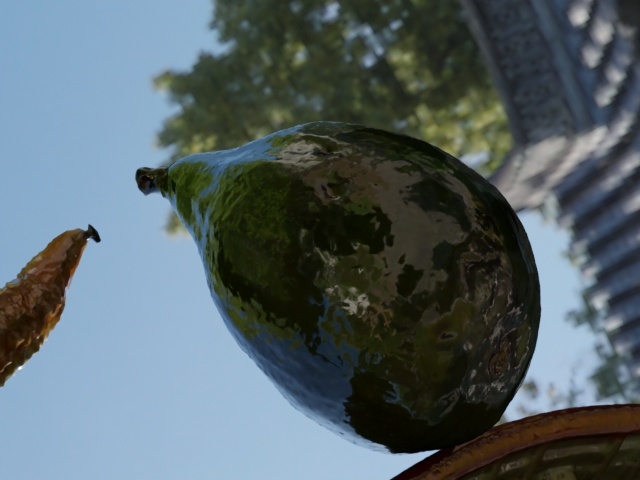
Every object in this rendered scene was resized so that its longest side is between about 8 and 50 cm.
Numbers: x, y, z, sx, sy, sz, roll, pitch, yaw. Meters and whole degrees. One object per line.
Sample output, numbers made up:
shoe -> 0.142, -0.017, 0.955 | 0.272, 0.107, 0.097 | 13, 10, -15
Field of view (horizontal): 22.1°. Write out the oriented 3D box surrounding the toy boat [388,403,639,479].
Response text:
toy boat -> 0.091, 0.137, 0.650 | 0.392, 0.079, 0.136 | -11, -100, -54

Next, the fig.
fig -> 0.000, 0.000, 0.599 | 0.177, 0.117, 0.117 | 39, -167, 33

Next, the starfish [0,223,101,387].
starfish -> -0.191, 0.020, 0.456 | 0.293, 0.084, 0.301 | 48, -134, -32
